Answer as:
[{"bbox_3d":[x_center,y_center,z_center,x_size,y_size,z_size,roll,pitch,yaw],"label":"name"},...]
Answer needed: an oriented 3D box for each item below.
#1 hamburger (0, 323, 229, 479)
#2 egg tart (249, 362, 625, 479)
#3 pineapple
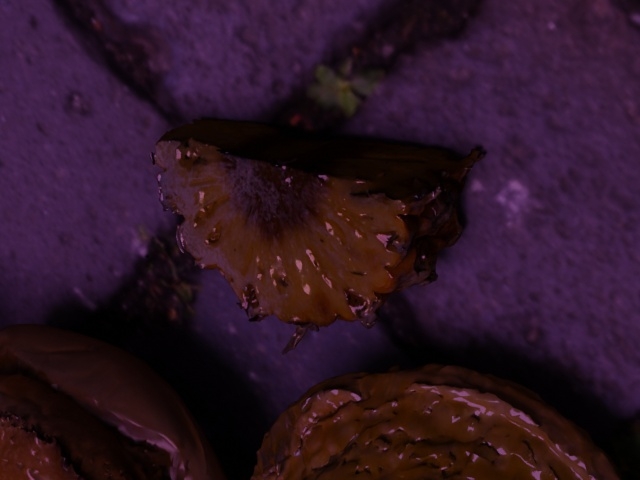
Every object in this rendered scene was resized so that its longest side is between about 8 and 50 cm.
[{"bbox_3d":[-0.165,0.219,1.425,0.284,0.174,0.304,16,133,44],"label":"hamburger"},{"bbox_3d":[0.072,0.213,1.258,0.294,0.123,0.294,14,123,23],"label":"egg tart"},{"bbox_3d":[-0.001,0.000,1.248,0.233,0.079,0.135,10,115,39],"label":"pineapple"}]
